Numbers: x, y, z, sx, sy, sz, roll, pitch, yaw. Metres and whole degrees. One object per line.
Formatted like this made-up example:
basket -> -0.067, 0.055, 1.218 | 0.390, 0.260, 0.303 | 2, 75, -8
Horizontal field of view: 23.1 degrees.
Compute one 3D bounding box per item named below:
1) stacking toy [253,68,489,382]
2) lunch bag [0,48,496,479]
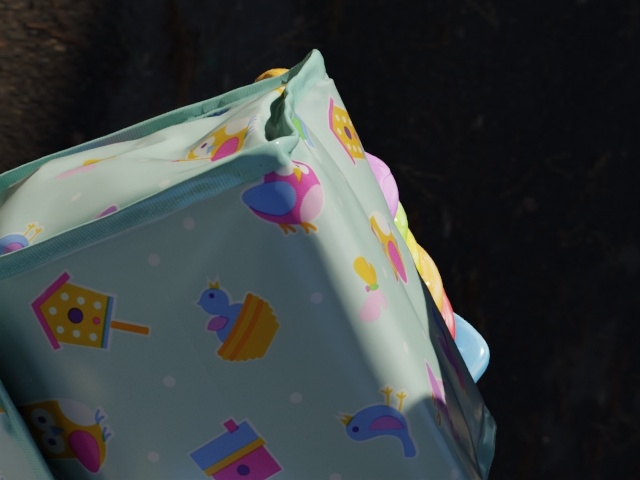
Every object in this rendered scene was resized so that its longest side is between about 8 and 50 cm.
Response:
stacking toy -> 0.000, 0.000, 1.048 | 0.166, 0.175, 0.302 | -42, 141, -26
lunch bag -> -0.079, 0.071, 0.695 | 0.160, 0.262, 0.223 | -80, 147, -65
